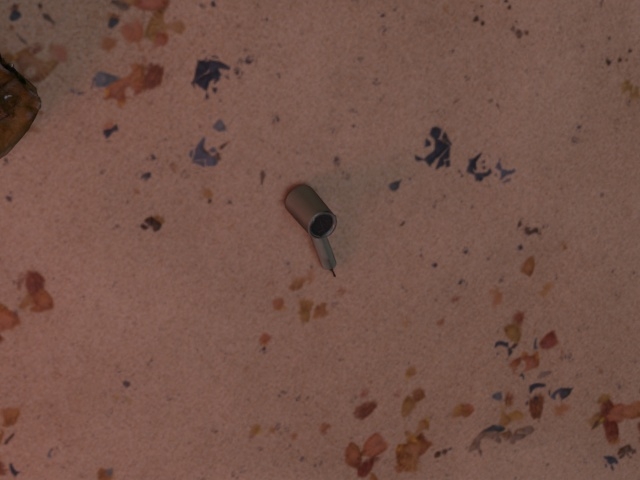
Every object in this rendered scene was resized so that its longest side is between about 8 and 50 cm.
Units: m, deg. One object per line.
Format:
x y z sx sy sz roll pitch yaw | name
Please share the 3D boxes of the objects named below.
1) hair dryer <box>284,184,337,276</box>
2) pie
0.000 0.000 1.955 0.038 0.063 0.124 -28 131 -10 | hair dryer
-0.366 -0.116 1.692 0.185 0.052 0.218 -39 163 5 | pie
